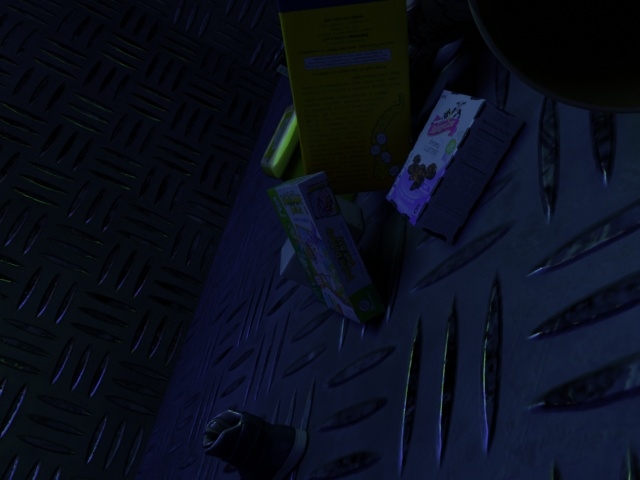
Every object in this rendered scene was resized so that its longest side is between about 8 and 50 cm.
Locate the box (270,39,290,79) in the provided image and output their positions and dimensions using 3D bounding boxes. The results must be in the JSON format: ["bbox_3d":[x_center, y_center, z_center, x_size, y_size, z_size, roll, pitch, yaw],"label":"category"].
[{"bbox_3d":[0.001,-0.548,1.848,0.163,0.247,0.142,-24,42,67],"label":"box"}]

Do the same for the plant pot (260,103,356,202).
[{"bbox_3d":[-0.011,-0.207,1.451,0.228,0.207,0.227,-64,15,2],"label":"plant pot"}]

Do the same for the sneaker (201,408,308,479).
[{"bbox_3d":[-0.144,0.391,1.066,0.226,0.164,0.086,-61,18,21],"label":"sneaker"}]

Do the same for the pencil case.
[{"bbox_3d":[0.249,-0.439,0.990,0.410,0.184,0.159,180,84,-72],"label":"pencil case"}]

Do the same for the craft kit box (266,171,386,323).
[{"bbox_3d":[0.001,0.008,1.062,0.061,0.246,0.250,-24,8,-14],"label":"craft kit box"}]

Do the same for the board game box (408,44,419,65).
[{"bbox_3d":[0.121,-0.371,1.318,0.145,0.027,0.281,-57,22,9],"label":"board game box"}]

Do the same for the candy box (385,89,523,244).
[{"bbox_3d":[0.190,-0.115,0.905,0.196,0.070,0.165,-62,16,12],"label":"candy box"}]

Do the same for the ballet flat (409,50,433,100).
[{"bbox_3d":[0.204,-0.398,1.294,0.206,0.067,0.073,-66,17,-2],"label":"ballet flat"}]

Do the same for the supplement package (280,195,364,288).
[{"bbox_3d":[0.000,0.000,1.287,0.179,0.105,0.105,-57,17,26],"label":"supplement package"}]

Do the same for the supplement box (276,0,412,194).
[{"bbox_3d":[0.054,-0.281,1.063,0.194,0.195,0.356,-87,-9,-53],"label":"supplement box"}]

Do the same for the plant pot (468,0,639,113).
[{"bbox_3d":[0.292,-0.305,0.574,0.274,0.275,0.293,-52,6,39],"label":"plant pot"}]
